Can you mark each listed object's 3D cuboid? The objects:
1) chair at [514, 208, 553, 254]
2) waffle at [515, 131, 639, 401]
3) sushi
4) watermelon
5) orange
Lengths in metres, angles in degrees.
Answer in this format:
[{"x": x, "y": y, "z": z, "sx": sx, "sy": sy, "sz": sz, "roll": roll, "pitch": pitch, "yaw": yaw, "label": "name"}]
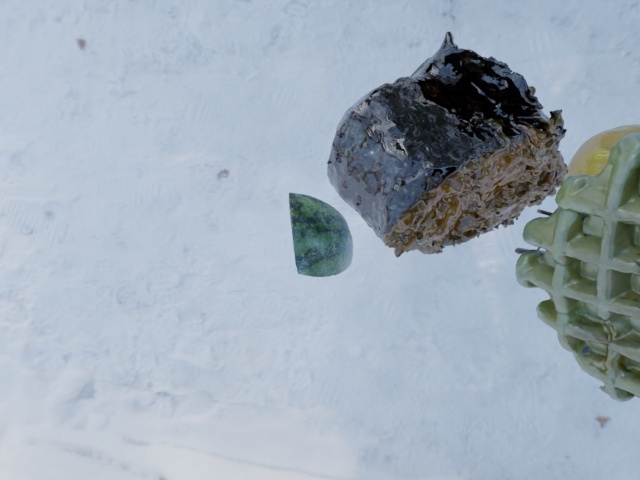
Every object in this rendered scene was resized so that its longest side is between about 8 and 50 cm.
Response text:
[{"x": 0.762, "y": 0.018, "z": 1.493, "sx": 0.319, "sy": 0.160, "sz": 0.186, "roll": 7, "pitch": 119, "yaw": -23, "label": "chair"}, {"x": 0.306, "y": 0.054, "z": 0.413, "sx": 0.056, "sy": 0.309, "sz": 0.291, "roll": -32, "pitch": 78, "yaw": -27, "label": "waffle"}, {"x": 0.179, "y": -0.118, "z": 0.654, "sx": 0.207, "sy": 0.349, "sz": 0.234, "roll": 49, "pitch": 140, "yaw": 25, "label": "sushi"}, {"x": 0.000, "y": 0.000, "z": 1.629, "sx": 0.260, "sy": 0.176, "sz": 0.255, "roll": 12, "pitch": 75, "yaw": -9, "label": "watermelon"}, {"x": 0.690, "y": -0.121, "z": 1.146, "sx": 0.279, "sy": 0.235, "sz": 0.278, "roll": 2, "pitch": 84, "yaw": -24, "label": "orange"}]
